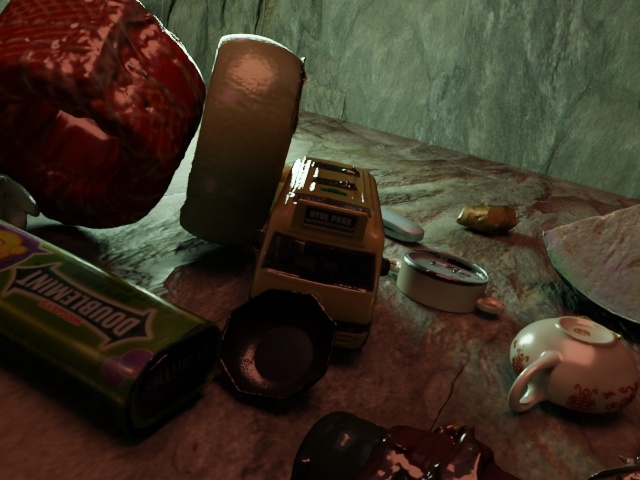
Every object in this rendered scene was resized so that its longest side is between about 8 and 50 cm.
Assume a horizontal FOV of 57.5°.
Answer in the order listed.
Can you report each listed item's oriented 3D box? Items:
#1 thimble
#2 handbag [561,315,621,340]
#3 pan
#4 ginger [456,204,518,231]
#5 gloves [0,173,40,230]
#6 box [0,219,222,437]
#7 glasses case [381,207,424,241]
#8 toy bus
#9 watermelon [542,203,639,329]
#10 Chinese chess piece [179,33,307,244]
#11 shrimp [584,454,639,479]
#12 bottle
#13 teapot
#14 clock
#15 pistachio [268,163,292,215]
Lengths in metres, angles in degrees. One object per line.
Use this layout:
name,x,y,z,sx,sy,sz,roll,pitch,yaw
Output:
thimble,-0.366,-0.198,0.898,0.350,0.350,0.230,13,54,2
handbag,0.447,0.153,0.969,0.061,0.027,0.083,3,18,-23
pan,-0.082,0.117,0.667,0.202,0.048,0.128,7,55,14
ginger,0.429,-0.056,1.486,0.190,0.068,0.095,-1,-2,-31
gloves,-0.525,-0.064,0.861,0.229,0.119,0.097,16,56,3
box,-0.277,0.075,0.620,0.346,0.097,0.134,22,32,23
glasses case,0.150,-0.040,1.299,0.179,0.045,0.067,28,25,37
toy bus,0.000,0.000,0.862,0.177,0.201,0.365,12,20,-2
watermelon,0.633,0.074,1.085,0.222,0.319,0.292,33,38,-53
Chinese chess piece,-0.133,-0.164,0.984,0.147,0.349,0.349,13,19,-11
shrimp,0.392,0.249,0.621,0.317,0.062,0.164,11,15,-18
bottle,0.104,0.210,0.423,0.271,0.143,0.156,22,21,30
teapot,0.325,0.165,0.768,0.246,0.116,0.159,-7,38,-31
clock,0.215,0.065,1.022,0.229,0.063,0.156,25,24,30
pistachio,-0.140,-0.107,1.222,0.201,0.117,0.145,-3,-14,-12
